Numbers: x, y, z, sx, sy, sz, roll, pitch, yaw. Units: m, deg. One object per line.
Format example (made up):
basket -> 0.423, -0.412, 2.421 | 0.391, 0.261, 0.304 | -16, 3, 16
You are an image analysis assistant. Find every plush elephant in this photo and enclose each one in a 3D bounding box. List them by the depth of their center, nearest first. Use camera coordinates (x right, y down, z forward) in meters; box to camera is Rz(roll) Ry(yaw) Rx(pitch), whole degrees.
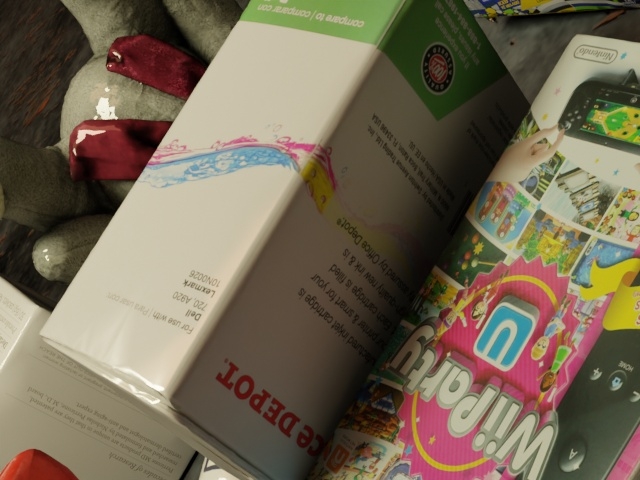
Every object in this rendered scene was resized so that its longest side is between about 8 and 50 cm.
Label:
plush elephant -> -0.073, -0.064, 1.006 | 0.255, 0.330, 0.272 | 11, 70, 37

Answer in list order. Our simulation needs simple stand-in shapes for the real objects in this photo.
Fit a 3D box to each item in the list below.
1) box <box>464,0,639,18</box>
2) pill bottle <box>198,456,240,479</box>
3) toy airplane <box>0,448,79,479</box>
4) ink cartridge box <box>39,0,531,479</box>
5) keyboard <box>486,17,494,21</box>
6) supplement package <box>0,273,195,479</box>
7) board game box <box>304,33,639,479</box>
box -> 0.148, -0.191, 0.925 | 0.169, 0.054, 0.059 | 6, 67, 47
pill bottle -> -0.043, 0.148, 0.904 | 0.067, 0.067, 0.120 | -27, 39, 46
toy airplane -> -0.140, 0.342, 0.649 | 0.386, 0.272, 0.385 | -128, 51, -66
ink cartridge box -> 0.000, 0.000, 0.793 | 0.117, 0.201, 0.278 | 19, 71, 40
keyboard -> 0.130, -0.214, 1.039 | 0.100, 0.038, 0.192 | -60, 25, -5
supplement package -> -0.247, 0.198, 1.076 | 0.293, 0.175, 0.177 | -60, 27, -6
board game box -> 0.137, 0.059, 0.663 | 0.303, 0.097, 0.224 | -59, 26, -1
